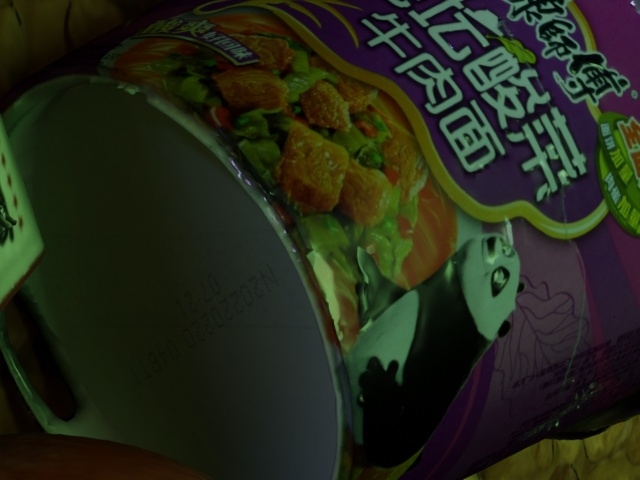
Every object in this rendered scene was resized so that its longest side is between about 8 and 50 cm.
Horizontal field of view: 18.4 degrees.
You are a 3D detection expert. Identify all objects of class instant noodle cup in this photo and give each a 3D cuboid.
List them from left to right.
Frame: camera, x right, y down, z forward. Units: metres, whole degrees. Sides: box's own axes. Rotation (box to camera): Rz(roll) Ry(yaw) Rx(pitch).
[{"bbox_3d":[0.000,0.000,0.740,0.190,0.251,0.251,-28,113,-41],"label":"instant noodle cup"}]

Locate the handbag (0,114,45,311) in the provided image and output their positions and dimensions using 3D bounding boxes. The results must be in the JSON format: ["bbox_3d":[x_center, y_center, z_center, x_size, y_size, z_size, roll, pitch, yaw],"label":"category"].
[{"bbox_3d":[-0.184,-0.003,0.462,0.298,0.151,0.171,-70,148,-67],"label":"handbag"}]

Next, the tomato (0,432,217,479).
[{"bbox_3d":[-0.073,0.192,0.585,0.265,0.265,0.265,0,91,-54],"label":"tomato"}]
